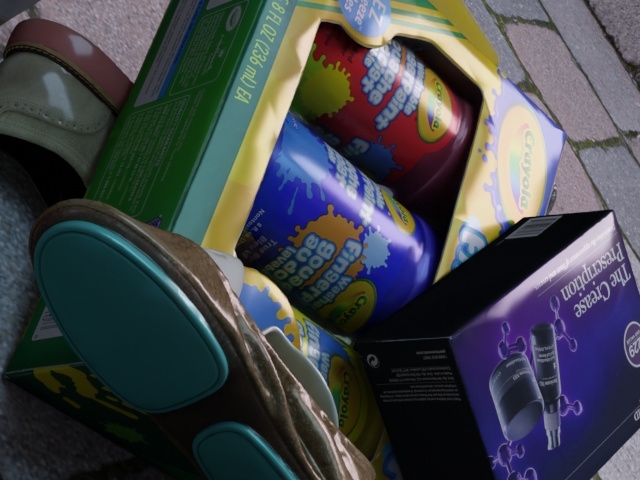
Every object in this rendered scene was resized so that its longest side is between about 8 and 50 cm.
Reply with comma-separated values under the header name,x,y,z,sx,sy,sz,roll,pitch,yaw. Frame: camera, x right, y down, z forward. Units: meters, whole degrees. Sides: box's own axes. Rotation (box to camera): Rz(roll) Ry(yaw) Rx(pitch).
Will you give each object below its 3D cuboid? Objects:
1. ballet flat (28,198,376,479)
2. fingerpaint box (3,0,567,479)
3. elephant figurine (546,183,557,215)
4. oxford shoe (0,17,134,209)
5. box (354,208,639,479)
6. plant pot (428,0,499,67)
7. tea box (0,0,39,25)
name,x,y,z,sx,sy,sz,roll,pitch,yaw
ballet flat,-0.063,0.086,0.988,0.342,0.116,0.124,51,35,-20
fingerpaint box,0.000,0.000,1.233,0.371,0.163,0.445,38,58,-32
elephant figurine,0.205,0.084,1.592,0.186,0.239,0.169,44,28,-22
oxford shoe,-0.171,-0.032,1.280,0.348,0.123,0.130,44,58,-29
box,0.166,0.108,1.195,0.261,0.103,0.184,-33,111,-44
plant pot,0.043,-0.225,1.737,0.187,0.212,0.212,-28,84,-51
tea box,-0.335,-0.406,1.216,0.329,0.220,0.324,23,51,-48
